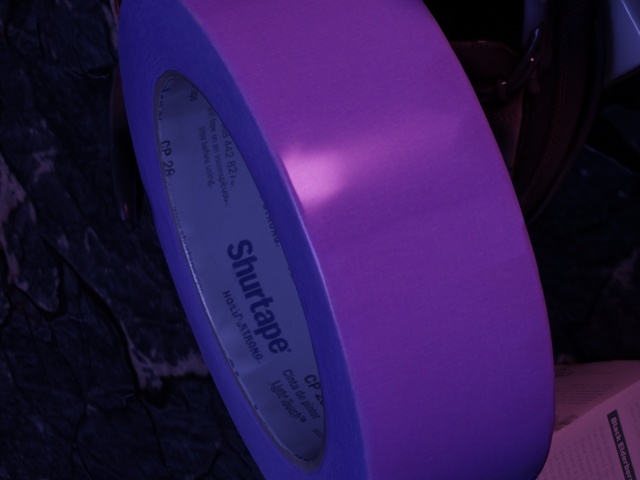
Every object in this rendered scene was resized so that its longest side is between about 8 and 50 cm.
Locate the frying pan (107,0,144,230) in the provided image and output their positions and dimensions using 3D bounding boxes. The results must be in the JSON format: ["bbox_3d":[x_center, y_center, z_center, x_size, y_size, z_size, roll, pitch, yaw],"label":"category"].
[{"bbox_3d":[-0.107,-0.154,1.092,0.326,0.053,0.197,-107,6,-68],"label":"frying pan"}]

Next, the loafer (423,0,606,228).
[{"bbox_3d":[0.065,-0.120,0.818,0.109,0.095,0.302,34,131,29],"label":"loafer"}]

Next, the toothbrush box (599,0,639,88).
[{"bbox_3d":[0.059,-0.147,0.981,0.283,0.122,0.206,-26,90,50],"label":"toothbrush box"}]

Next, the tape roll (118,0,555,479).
[{"bbox_3d":[0.000,0.000,0.879,0.275,0.090,0.275,57,160,35],"label":"tape roll"}]

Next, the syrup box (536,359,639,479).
[{"bbox_3d":[0.091,0.146,1.004,0.093,0.237,0.096,-6,104,50],"label":"syrup box"}]
